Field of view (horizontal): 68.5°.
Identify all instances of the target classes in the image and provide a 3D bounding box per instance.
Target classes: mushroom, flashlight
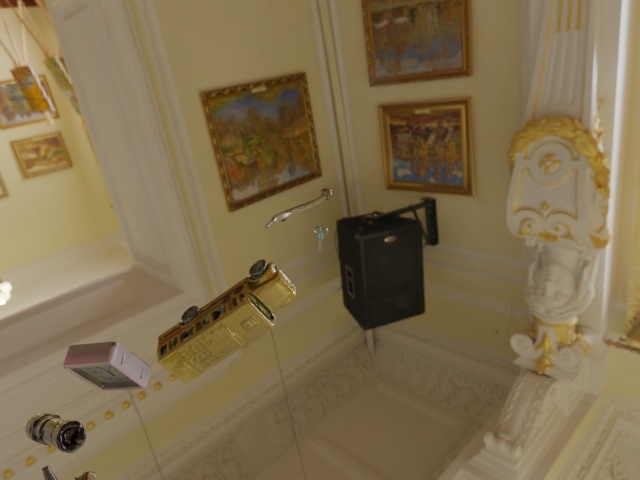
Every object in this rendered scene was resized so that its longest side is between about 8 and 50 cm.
[{"bbox_3d":[-0.069,-0.086,1.319,0.043,0.068,0.306,47,-136,11],"label":"mushroom"},{"bbox_3d":[-0.831,0.596,1.475,0.424,0.103,0.103,-19,-171,46],"label":"flashlight"}]

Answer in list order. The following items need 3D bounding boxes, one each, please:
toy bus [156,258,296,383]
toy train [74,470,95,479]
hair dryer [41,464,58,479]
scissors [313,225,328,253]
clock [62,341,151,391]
[{"bbox_3d":[-0.214,0.188,1.086,0.335,0.121,0.123,-34,-152,8],"label":"toy bus"},{"bbox_3d":[-0.785,0.918,1.445,0.163,0.231,0.369,-37,-133,20],"label":"toy train"},{"bbox_3d":[-0.517,0.571,0.955,0.054,0.220,0.195,-24,-179,-18],"label":"hair dryer"},{"bbox_3d":[0.000,0.000,1.144,0.036,0.083,0.006,9,-140,8],"label":"scissors"},{"bbox_3d":[-0.578,0.350,1.290,0.150,0.197,0.063,-6,-127,10],"label":"clock"}]
